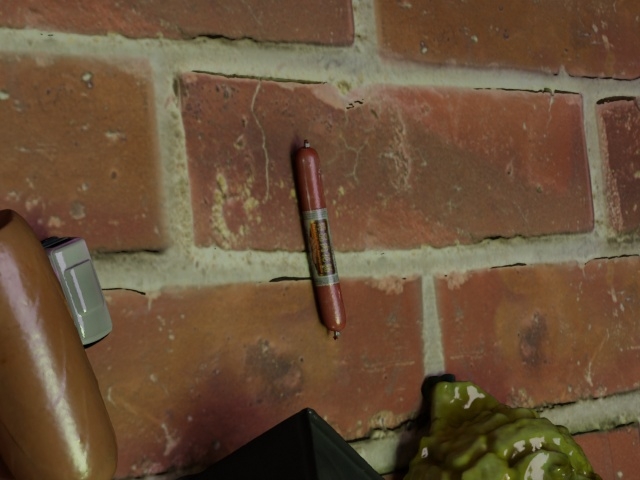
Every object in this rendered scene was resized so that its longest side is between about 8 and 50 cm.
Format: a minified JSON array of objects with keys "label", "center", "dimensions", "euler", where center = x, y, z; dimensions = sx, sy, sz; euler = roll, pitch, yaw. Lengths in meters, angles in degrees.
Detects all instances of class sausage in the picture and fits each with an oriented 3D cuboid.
[{"label":"sausage","center":[0.000,0.000,1.978],"dimensions":[0.034,0.034,0.253],"euler":[-14,96,-46]},{"label":"sausage","center":[-0.294,0.125,1.599],"dimensions":[0.121,0.121,0.304],"euler":[-31,106,-43]}]

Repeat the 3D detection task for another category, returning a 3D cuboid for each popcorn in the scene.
[{"label":"popcorn","center":[0.248,0.341,2.045],"dimensions":[0.293,0.237,0.293],"euler":[4,84,-42]}]

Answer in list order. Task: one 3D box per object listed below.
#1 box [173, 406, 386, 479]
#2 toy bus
[{"label":"box","center":[0.013,0.405,1.749],"dimensions":[0.345,0.204,0.251],"euler":[46,20,-32]},{"label":"toy bus","center":[-0.264,0.059,1.670],"dimensions":[0.060,0.075,0.123],"euler":[-27,104,-44]}]
